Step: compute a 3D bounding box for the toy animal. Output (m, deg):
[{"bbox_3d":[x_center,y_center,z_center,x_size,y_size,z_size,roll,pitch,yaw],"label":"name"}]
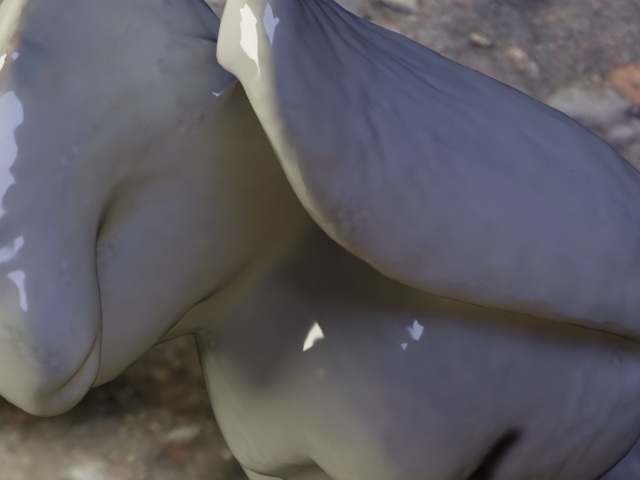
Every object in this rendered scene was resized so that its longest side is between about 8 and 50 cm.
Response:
[{"bbox_3d":[0.000,0.000,0.655,0.265,0.271,0.206,22,77,-12],"label":"toy animal"}]
